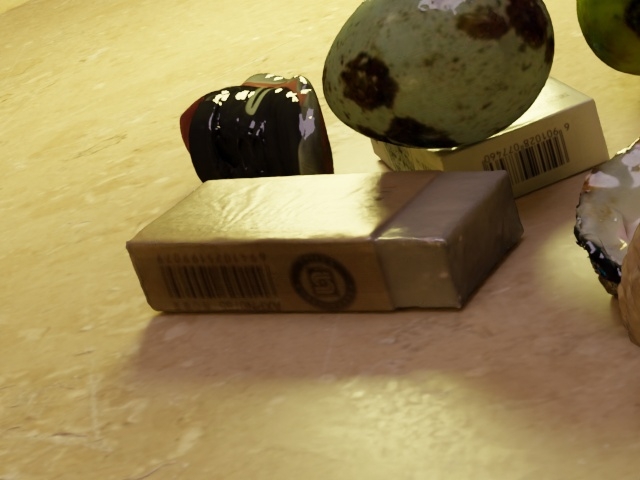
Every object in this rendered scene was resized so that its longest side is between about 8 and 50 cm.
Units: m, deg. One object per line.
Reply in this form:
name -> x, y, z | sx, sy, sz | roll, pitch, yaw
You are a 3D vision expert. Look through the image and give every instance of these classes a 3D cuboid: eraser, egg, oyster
eraser -> 0.000, 0.000, 1.459 | 0.343, 0.078, 0.144 | -1, 28, 35
egg -> 0.102, -0.164, 1.470 | 0.231, 0.169, 0.169 | -15, 20, 35
oyster -> 0.292, -0.028, 1.239 | 0.198, 0.092, 0.259 | -24, 24, 25

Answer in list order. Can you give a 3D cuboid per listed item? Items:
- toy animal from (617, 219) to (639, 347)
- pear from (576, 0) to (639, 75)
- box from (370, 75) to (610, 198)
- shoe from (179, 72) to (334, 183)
toy animal -> 0.356, -0.014, 1.001 | 0.358, 0.226, 0.188 | -17, 49, 10
pear -> 0.404, -0.279, 1.633 | 0.318, 0.238, 0.342 | -36, 31, -11
box -> 0.156, -0.111, 1.615 | 0.164, 0.069, 0.256 | -22, 22, -9
shoe -> -0.076, -0.111, 1.734 | 0.137, 0.114, 0.291 | -19, 18, -17
